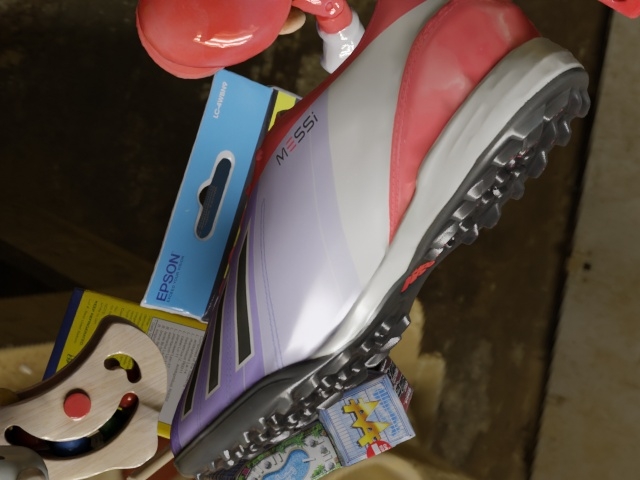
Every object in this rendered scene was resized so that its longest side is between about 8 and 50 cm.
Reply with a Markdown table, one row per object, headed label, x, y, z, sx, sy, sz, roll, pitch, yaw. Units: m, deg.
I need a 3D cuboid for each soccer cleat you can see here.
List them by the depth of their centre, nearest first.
| label | x | y | z | sx | sy | sz | roll | pitch | yaw |
| --- | --- | --- | --- | --- | --- | --- | --- | --- | --- |
| soccer cleat | 0.000 | 0.000 | 0.594 | 0.108 | 0.116 | 0.318 | -19 | 151 | -54 |

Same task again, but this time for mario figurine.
| label | x | y | z | sx | sy | sz | roll | pitch | yaw |
| --- | --- | --- | --- | --- | --- | --- | --- | --- | --- |
| mario figurine | -0.069 | -0.222 | 1.016 | 0.320 | 0.198 | 0.170 | -49 | 142 | -54 |

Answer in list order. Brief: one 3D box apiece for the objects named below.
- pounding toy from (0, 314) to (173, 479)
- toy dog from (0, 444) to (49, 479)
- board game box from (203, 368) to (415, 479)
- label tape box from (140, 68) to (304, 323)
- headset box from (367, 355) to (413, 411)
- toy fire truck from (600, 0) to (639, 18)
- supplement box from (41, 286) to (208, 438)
| label | x | y | z | sx | sy | sz | roll | pitch | yaw |
| --- | --- | --- | --- | --- | --- | --- | --- | --- | --- |
| pounding toy | -0.230 | 0.166 | 1.184 | 0.269 | 0.155 | 0.154 | -12 | 96 | -15 |
| toy dog | -0.366 | 0.188 | 0.967 | 0.333 | 0.161 | 0.220 | -14 | 92 | -46 |
| board game box | -0.004 | 0.169 | 0.998 | 0.194 | 0.194 | 0.060 | -25 | 86 | -20 |
| label tape box | -0.051 | -0.029 | 1.255 | 0.347 | 0.115 | 0.249 | 16 | 92 | -45 |
| headset box | 0.057 | 0.154 | 1.240 | 0.083 | 0.062 | 0.032 | 55 | 46 | -40 |
| toy fire truck | 0.222 | -0.165 | 0.621 | 0.192 | 0.047 | 0.135 | 15 | 54 | -18 |
| supplement box | -0.254 | 0.227 | 1.927 | 0.195 | 0.356 | 0.194 | 36 | 69 | -61 |
